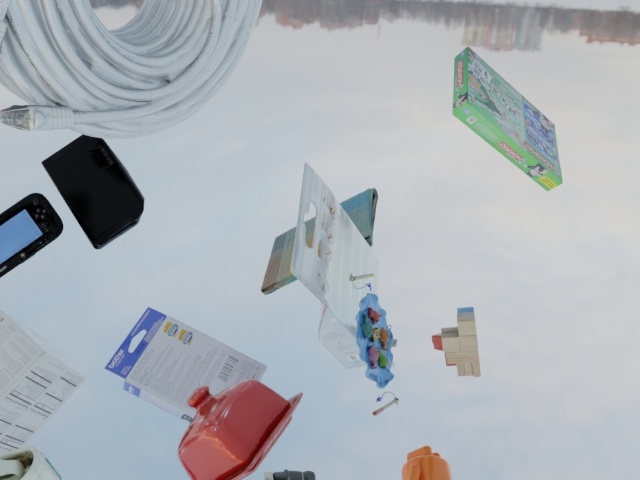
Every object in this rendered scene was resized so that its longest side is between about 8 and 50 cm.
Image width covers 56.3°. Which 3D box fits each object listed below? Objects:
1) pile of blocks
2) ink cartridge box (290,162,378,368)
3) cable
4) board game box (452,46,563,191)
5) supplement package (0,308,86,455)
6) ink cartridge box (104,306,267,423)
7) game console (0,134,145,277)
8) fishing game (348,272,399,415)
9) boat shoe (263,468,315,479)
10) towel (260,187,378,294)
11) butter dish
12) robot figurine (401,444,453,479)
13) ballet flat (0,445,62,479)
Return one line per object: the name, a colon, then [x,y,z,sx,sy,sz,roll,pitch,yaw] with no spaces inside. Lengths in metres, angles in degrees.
pile of blocks: [0.350,0.249,1.556,0.113,0.362,0.149,-6,-118,13]
ink cartridge box: [0.016,0.064,1.343,0.091,0.385,0.308,-17,-134,25]
cable: [-0.153,-0.207,0.466,0.089,0.257,0.257,22,-167,30]
board game box: [0.429,-0.277,1.369,0.317,0.046,0.213,32,-133,-23]
supplement package: [-0.753,0.346,1.417,0.199,0.198,0.262,31,-111,26]
ink cartridge box: [-0.295,0.294,1.331,0.311,0.065,0.185,29,-130,-3]
game console: [-0.536,-0.040,1.186,0.361,0.213,0.044,-36,169,-2]
fishing game: [0.114,0.190,1.141,0.041,0.264,0.189,-13,171,23]
boat shoe: [-0.033,0.428,0.887,0.079,0.233,0.084,-11,-148,-10]
towel: [0.000,0.000,1.710,0.370,0.040,0.271,-27,-152,25]
butter dish: [-0.126,0.242,0.786,0.118,0.160,0.160,48,-144,-1]
robot figurine: [0.264,0.618,1.461,0.128,0.158,0.219,-2,-140,0]
ballet flat: [-0.564,0.366,0.801,0.400,0.139,0.139,-10,-155,-26]
